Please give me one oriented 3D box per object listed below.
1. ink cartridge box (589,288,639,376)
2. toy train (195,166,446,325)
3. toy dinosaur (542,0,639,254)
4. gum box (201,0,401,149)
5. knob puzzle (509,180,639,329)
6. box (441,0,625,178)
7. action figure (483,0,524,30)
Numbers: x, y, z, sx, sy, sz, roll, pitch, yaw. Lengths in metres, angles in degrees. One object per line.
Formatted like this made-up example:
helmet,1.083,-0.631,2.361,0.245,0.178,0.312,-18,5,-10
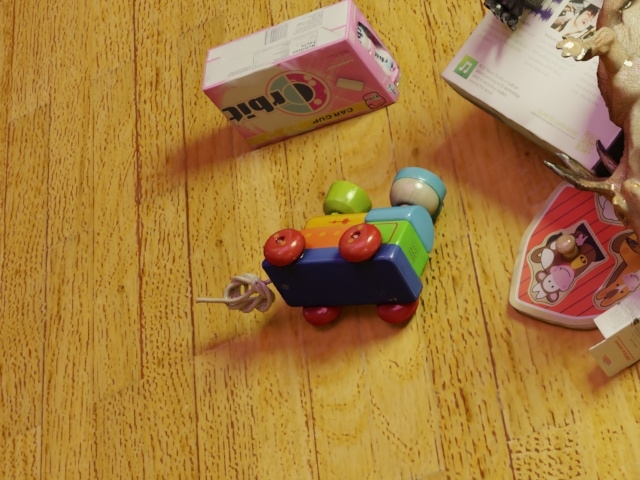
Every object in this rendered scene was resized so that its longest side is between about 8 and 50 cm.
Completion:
ink cartridge box,0.266,0.074,1.579,0.083,0.048,0.028,-34,42,8
toy train,0.000,0.000,1.814,0.248,0.105,0.143,-4,43,35
toy dinosaur,0.271,-0.141,1.579,0.127,0.200,0.296,13,53,11
gum box,-0.017,-0.176,1.964,0.188,0.107,0.062,-17,47,26
knob puzzle,0.250,0.001,1.669,0.213,0.030,0.213,-20,46,22
box,0.287,-0.226,1.728,0.322,0.058,0.232,-53,44,3
action figure,0.235,-0.310,1.674,0.276,0.164,0.141,-45,25,22
